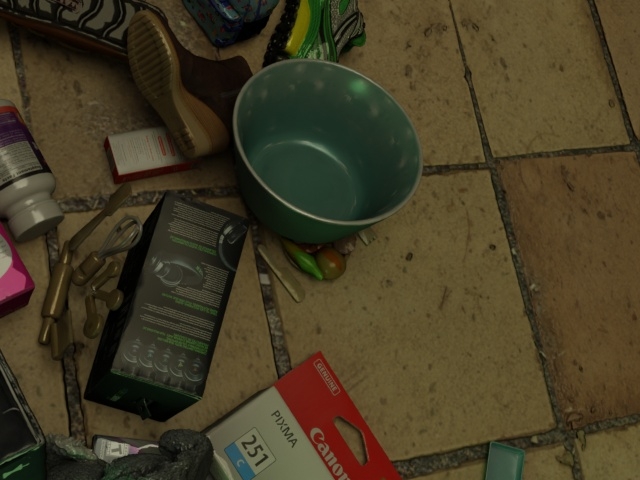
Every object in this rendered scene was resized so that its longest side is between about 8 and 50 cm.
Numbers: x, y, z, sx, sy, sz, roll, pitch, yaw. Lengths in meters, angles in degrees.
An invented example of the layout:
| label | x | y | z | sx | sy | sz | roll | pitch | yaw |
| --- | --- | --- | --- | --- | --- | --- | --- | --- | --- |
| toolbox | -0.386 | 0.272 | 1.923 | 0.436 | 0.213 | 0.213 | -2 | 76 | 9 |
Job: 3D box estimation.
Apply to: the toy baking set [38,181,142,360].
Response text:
| label | x | y | z | sx | sy | sz | roll | pitch | yaw |
| --- | --- | --- | --- | --- | --- | --- | --- | --- | --- |
| toy baking set | -0.328 | 0.048 | 1.505 | 0.030 | 0.196 | 0.256 | 30 | 57 | -41 |

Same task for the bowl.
| label | x | y | z | sx | sy | sz | roll | pitch | yaw |
| --- | --- | --- | --- | --- | --- | --- | --- | --- | --- |
| bowl | -0.009 | -0.120 | 1.667 | 0.311 | 0.163 | 0.311 | 10 | 58 | -15 |

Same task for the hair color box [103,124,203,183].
| label | x | y | z | sx | sy | sz | roll | pitch | yaw |
| --- | --- | --- | --- | --- | --- | --- | --- | --- | --- |
| hair color box | -0.265 | -0.140 | 1.661 | 0.141 | 0.043 | 0.072 | -12 | 77 | -23 |

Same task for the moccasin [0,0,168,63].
| label | x | y | z | sx | sy | sz | roll | pitch | yaw |
| --- | --- | --- | --- | --- | --- | --- | --- | --- | --- |
| moccasin | -0.425 | -0.383 | 1.639 | 0.380 | 0.147 | 0.139 | 16 | 82 | -19 |

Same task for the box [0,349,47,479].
| label | x | y | z | sx | sy | sz | roll | pitch | yaw |
| --- | --- | --- | --- | --- | --- | --- | --- | --- | --- |
| box | -0.538 | 0.156 | 1.180 | 0.297 | 0.480 | 0.472 | -27 | 73 | -24 |

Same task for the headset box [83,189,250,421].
| label | x | y | z | sx | sy | sz | roll | pitch | yaw |
| --- | --- | --- | --- | --- | --- | --- | --- | --- | --- |
| headset box | -0.224 | 0.110 | 1.482 | 0.131 | 0.246 | 0.283 | 20 | 67 | -15 |

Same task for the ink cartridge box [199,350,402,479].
| label | x | y | z | sx | sy | sz | roll | pitch | yaw |
| --- | --- | --- | --- | --- | --- | --- | --- | --- | --- |
| ink cartridge box | -0.007 | 0.347 | 1.569 | 0.261 | 0.066 | 0.296 | -33 | 91 | -29 |

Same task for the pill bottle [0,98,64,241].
| label | x | y | z | sx | sy | sz | roll | pitch | yaw |
| --- | --- | --- | --- | --- | --- | --- | --- | --- | --- |
| pill bottle | -0.457 | -0.100 | 1.540 | 0.108 | 0.108 | 0.193 | -27 | 84 | -26 |

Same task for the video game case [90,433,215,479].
| label | x | y | z | sx | sy | sz | roll | pitch | yaw |
| --- | --- | --- | --- | --- | --- | --- | --- | --- | --- |
| video game case | -0.206 | 0.396 | 1.521 | 0.274 | 0.026 | 0.196 | 10 | 70 | -17 |

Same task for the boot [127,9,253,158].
| label | x | y | z | sx | sy | sz | roll | pitch | yaw |
| --- | --- | --- | --- | --- | --- | --- | --- | --- | --- |
| boot | -0.192 | -0.263 | 1.656 | 0.207 | 0.090 | 0.248 | -42 | 115 | -51 |

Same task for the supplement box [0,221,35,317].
| label | x | y | z | sx | sy | sz | roll | pitch | yaw |
| --- | --- | --- | --- | --- | --- | --- | --- | --- | --- |
| supplement box | -0.509 | 0.009 | 1.483 | 0.111 | 0.114 | 0.220 | -27 | 83 | -27 |

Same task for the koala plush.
| label | x | y | z | sx | sy | sz | roll | pitch | yaw |
| --- | --- | --- | --- | --- | --- | --- | --- | --- | --- |
| koala plush | -0.282 | 0.347 | 1.403 | 0.221 | 0.203 | 0.196 | 9 | 92 | 11 |

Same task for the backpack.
| label | x | y | z | sx | sy | sz | roll | pitch | yaw |
| --- | --- | --- | --- | --- | --- | --- | --- | --- | --- |
| backpack | -0.143 | -0.425 | 1.728 | 0.117 | 0.173 | 0.158 | -33 | 88 | -26 |

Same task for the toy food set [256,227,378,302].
| label | x | y | z | sx | sy | sz | roll | pitch | yaw |
| --- | --- | --- | --- | --- | --- | --- | --- | --- | --- |
| toy food set | 0.000 | 0.000 | 1.718 | 0.192 | 0.038 | 0.132 | -39 | 89 | -26 |

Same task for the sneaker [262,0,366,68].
| label | x | y | z | sx | sy | sz | roll | pitch | yaw |
| --- | --- | --- | --- | --- | --- | --- | --- | --- | --- |
| sneaker | 0.016 | -0.406 | 1.821 | 0.146 | 0.134 | 0.343 | 23 | 75 | -20 |

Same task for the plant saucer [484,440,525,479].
| label | x | y | z | sx | sy | sz | roll | pitch | yaw |
| --- | --- | --- | --- | --- | --- | --- | --- | --- | --- |
| plant saucer | 0.290 | 0.428 | 1.701 | 0.067 | 0.018 | 0.192 | 18 | 67 | -14 |
